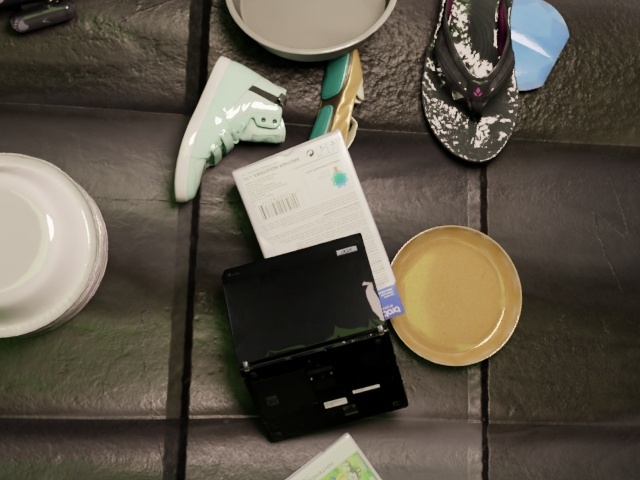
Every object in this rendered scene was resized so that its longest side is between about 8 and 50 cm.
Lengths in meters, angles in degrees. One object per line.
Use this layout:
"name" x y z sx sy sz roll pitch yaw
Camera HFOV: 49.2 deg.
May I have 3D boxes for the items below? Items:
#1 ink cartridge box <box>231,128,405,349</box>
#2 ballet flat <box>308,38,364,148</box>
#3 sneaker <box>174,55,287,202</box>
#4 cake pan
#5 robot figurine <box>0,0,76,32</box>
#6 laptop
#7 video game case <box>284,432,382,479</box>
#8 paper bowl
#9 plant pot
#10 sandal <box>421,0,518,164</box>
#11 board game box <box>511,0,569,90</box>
"ink cartridge box" 0.000 0.000 1.130 0.186 0.065 0.311 -21 92 2
"ballet flat" 0.035 -0.229 1.202 0.073 0.080 0.232 21 82 -32
"sneaker" -0.141 -0.164 1.152 0.151 0.094 0.255 21 81 -6
"cake pan" -0.014 -0.421 1.186 0.293 0.054 0.293 -1 67 2
"robot figurine" -0.490 -0.467 1.117 0.278 0.209 0.173 -16 62 -8
"laptop" -0.008 0.158 1.110 0.234 0.136 0.264 -15 121 4
"video game case" 0.029 0.453 1.118 0.193 0.023 0.212 -35 87 -10
"paper bowl" -0.479 0.007 1.062 0.284 0.148 0.284 1 83 -7
"plant pot" 0.223 0.093 1.188 0.236 0.032 0.236 1 82 -6
"sandal" 0.261 -0.356 1.201 0.168 0.107 0.445 3 87 10
"board game box" 0.362 -0.351 1.264 0.133 0.033 0.168 28 92 2
